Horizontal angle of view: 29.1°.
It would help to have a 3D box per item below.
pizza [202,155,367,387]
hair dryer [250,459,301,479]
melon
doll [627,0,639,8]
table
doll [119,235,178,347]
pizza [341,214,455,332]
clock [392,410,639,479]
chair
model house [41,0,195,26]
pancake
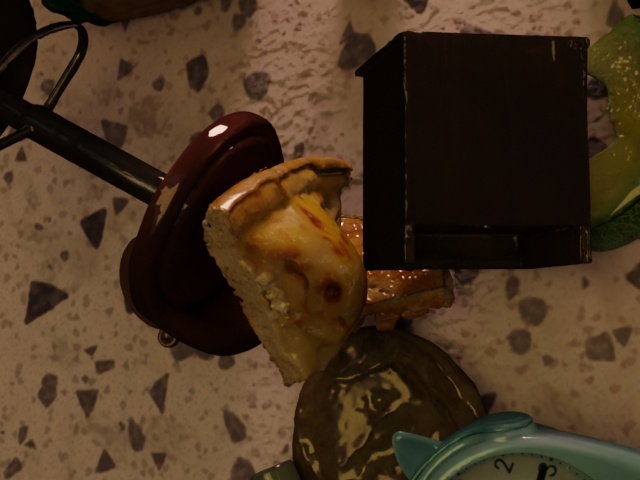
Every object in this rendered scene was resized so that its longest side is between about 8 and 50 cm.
[{"bbox_3d":[0.000,0.009,1.104,0.080,0.204,0.188,-9,111,36],"label":"pizza"},{"bbox_3d":[-0.072,0.280,1.251,0.150,0.047,0.071,-31,76,36],"label":"hair dryer"},{"bbox_3d":[0.282,-0.101,1.117,0.118,0.064,0.210,-8,78,30],"label":"melon"},{"bbox_3d":[0.250,-0.329,1.102,0.088,0.127,0.249,-28,100,9],"label":"doll"},{"bbox_3d":[0.130,-0.071,1.098,0.169,0.172,0.193,-1,86,-11],"label":"table"},{"bbox_3d":[-0.126,0.020,1.291,0.145,0.096,0.188,38,82,14],"label":"doll"},{"bbox_3d":[0.044,0.037,1.205,0.134,0.046,0.175,-38,48,-14],"label":"pizza"},{"bbox_3d":[0.174,0.256,1.060,0.274,0.094,0.224,22,97,3],"label":"clock"},{"bbox_3d":[-0.198,-0.072,1.172,0.401,0.226,0.227,29,97,17],"label":"chair"},{"bbox_3d":[-0.252,-0.451,1.263,0.334,0.342,0.382,-13,79,23],"label":"model house"},{"bbox_3d":[0.070,0.205,1.194,0.241,0.050,0.242,-5,83,38],"label":"pancake"}]
